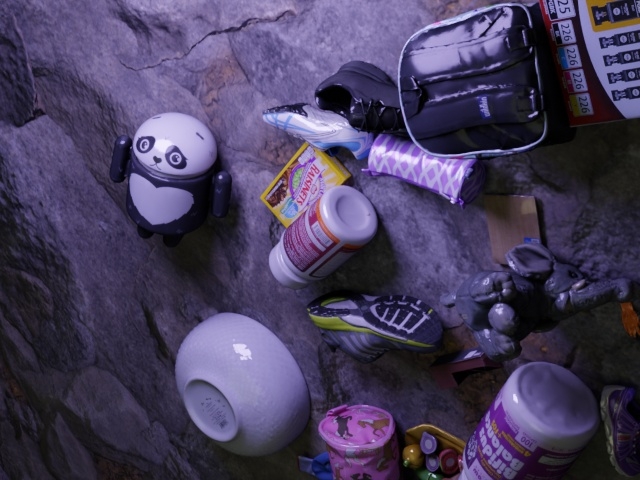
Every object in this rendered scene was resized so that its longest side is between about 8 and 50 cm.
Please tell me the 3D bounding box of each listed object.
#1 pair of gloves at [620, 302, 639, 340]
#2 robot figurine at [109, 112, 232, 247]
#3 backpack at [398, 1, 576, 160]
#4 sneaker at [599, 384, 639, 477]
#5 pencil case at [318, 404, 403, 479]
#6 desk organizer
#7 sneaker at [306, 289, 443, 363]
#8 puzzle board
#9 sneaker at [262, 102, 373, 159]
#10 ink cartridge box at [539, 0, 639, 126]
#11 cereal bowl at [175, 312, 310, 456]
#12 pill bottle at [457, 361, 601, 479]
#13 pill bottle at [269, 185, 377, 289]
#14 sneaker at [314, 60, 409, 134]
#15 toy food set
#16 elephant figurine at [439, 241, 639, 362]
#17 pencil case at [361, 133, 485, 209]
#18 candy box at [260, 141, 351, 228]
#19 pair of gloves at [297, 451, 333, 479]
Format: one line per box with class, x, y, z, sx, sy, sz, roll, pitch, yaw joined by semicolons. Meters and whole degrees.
pair of gloves;0.518;0.127;1.752;0.083;0.010;0.074;-8;108;42
robot figurine;-0.300;-0.120;2.202;0.173;0.209;0.278;-120;33;-42
backpack;0.248;-0.232;1.642;0.254;0.191;0.225;-8;93;36
sneaker;0.512;0.320;1.832;0.071;0.068;0.169;-5;112;32
pencil case;0.094;0.520;2.246;0.167;0.160;0.386;1;116;15
desk organizer;0.264;0.231;2.008;0.130;0.047;0.050;-21;101;46
sneaker;0.113;0.173;2.080;0.300;0.111;0.121;10;130;44
puzzle board;0.324;-0.017;1.838;0.096;0.011;0.128;5;117;38
sneaker;-0.011;-0.197;1.971;0.237;0.085;0.086;16;115;35
ink cartridge box;0.443;-0.330;1.469;0.272;0.130;0.309;-5;110;41
cereal bowl;-0.195;0.333;2.400;0.339;0.141;0.338;20;124;32
pill bottle;0.349;0.364;1.922;0.169;0.169;0.301;38;133;18
pill bottle;0.000;0.000;2.050;0.121;0.121;0.221;53;136;4
sneaker;0.116;-0.212;1.822;0.286;0.130;0.109;18;123;31
toy food set;0.240;0.443;2.133;0.218;0.071;0.128;24;127;29
elephant figurine;0.354;0.088;1.781;0.186;0.239;0.169;58;158;20
pencil case;0.177;-0.119;1.851;0.206;0.086;0.088;22;82;34
candy box;-0.030;-0.102;2.086;0.105;0.027;0.206;47;136;4
pair of gloves;0.021;0.541;2.416;0.159;0.023;0.198;11;121;35
